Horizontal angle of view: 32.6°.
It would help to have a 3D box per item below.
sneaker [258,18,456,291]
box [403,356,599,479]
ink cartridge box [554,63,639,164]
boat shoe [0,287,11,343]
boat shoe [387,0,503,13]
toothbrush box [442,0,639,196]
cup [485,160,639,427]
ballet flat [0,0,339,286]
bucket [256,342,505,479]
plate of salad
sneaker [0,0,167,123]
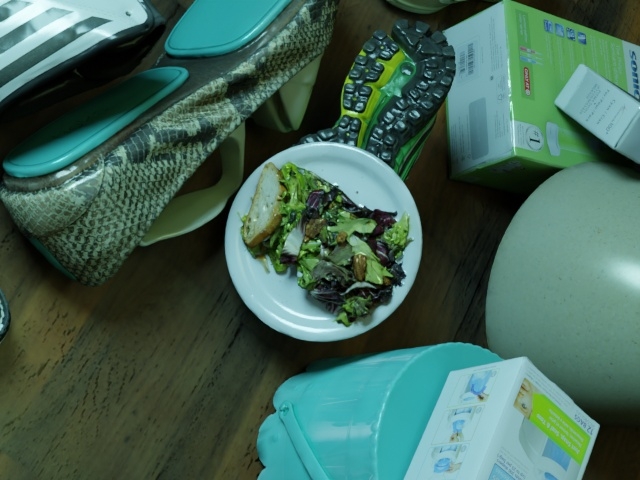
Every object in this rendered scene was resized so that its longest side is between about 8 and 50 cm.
[{"bbox_3d":[0.041,-0.068,1.196,0.134,0.146,0.343,32,72,14],"label":"sneaker"},{"bbox_3d":[0.150,0.223,0.979,0.114,0.103,0.203,42,57,-19],"label":"box"},{"bbox_3d":[0.455,-0.083,1.296,0.296,0.261,0.066,22,108,-31],"label":"ink cartridge box"},{"bbox_3d":[-0.374,-0.003,0.889,0.302,0.091,0.114,37,59,-24],"label":"boat shoe"},{"bbox_3d":[0.186,-0.359,1.411,0.285,0.089,0.104,-17,88,-38],"label":"boat shoe"},{"bbox_3d":[0.304,-0.168,1.427,0.283,0.122,0.206,8,74,-34],"label":"toothbrush box"},{"bbox_3d":[0.396,0.082,1.287,0.331,0.237,0.331,-7,103,-34],"label":"cup"},{"bbox_3d":[-0.112,-0.137,1.106,0.483,0.164,0.182,-49,130,-30],"label":"ballet flat"},{"bbox_3d":[0.093,0.236,1.116,0.281,0.183,0.281,11,71,-33],"label":"bucket"},{"bbox_3d":[0.000,0.000,1.079,0.048,0.200,0.200,26,51,-79],"label":"plate of salad"},{"bbox_3d":[-0.232,-0.294,1.001,0.257,0.169,0.447,31,69,-11],"label":"sneaker"}]
